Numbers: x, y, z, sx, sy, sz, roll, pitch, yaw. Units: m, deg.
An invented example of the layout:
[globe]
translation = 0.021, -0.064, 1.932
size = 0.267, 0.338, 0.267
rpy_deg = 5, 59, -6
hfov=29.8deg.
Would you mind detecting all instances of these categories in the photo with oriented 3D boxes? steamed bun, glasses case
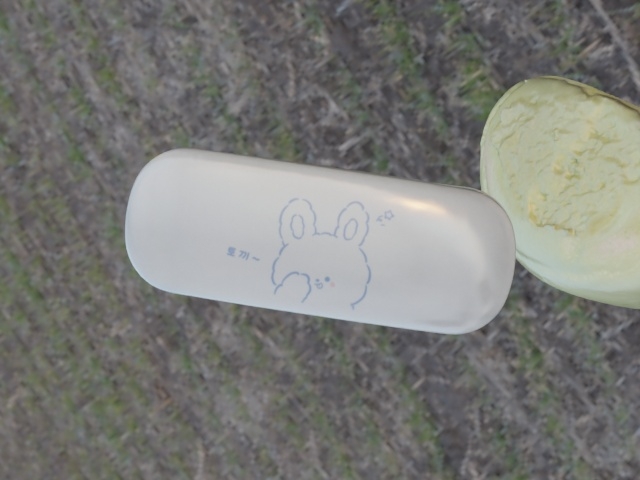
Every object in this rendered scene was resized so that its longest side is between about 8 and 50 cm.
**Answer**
[steamed bun]
translation = 0.273, -0.022, 1.030
size = 0.273, 0.232, 0.166
rpy_deg = 38, 106, 47
[glasses case]
translation = 0.000, 0.000, 0.722
size = 0.233, 0.092, 0.059
rpy_deg = 9, -179, 0
